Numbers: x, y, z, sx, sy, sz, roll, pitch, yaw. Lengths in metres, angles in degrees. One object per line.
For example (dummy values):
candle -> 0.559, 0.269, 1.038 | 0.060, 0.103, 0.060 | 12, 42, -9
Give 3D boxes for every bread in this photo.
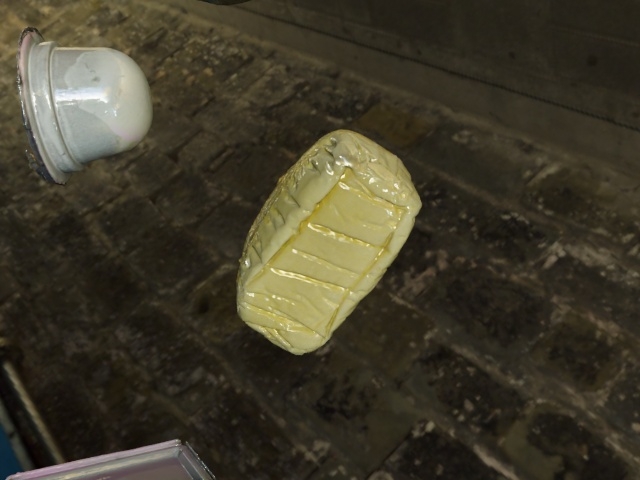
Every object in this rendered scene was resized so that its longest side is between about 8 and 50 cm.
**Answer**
bread -> 0.000, 0.000, 0.713 | 0.140, 0.236, 0.106 | 28, -160, -19

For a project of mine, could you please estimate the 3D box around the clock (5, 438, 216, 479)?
clock -> -0.212, 0.270, 0.671 | 0.147, 0.191, 0.071 | 3, 98, 64

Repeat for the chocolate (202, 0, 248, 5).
chocolate -> -0.145, -0.612, 1.127 | 0.297, 0.314, 0.326 | -30, 84, 58

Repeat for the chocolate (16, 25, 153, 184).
chocolate -> -0.294, -0.171, 0.873 | 0.221, 0.147, 0.222 | 179, 90, -81
